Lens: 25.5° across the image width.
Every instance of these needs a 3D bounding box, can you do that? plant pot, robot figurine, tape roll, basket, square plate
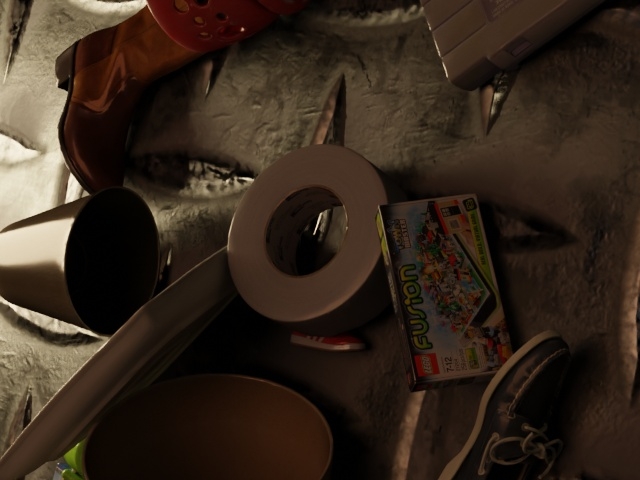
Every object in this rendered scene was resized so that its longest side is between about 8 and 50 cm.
[{"bbox_3d":[-0.111,-0.354,1.802,0.174,0.191,0.191,-16,70,33],"label":"plant pot"},{"bbox_3d":[-0.311,0.287,1.924,0.101,0.067,0.115,-57,21,-14],"label":"robot figurine"},{"bbox_3d":[-0.124,0.313,1.645,0.284,0.284,0.191,31,134,43],"label":"plant pot"},{"bbox_3d":[0.000,0.000,1.660,0.219,0.072,0.219,-12,66,28],"label":"tape roll"},{"bbox_3d":[-0.354,0.032,1.980,0.227,0.154,0.204,-4,77,47],"label":"basket"},{"bbox_3d":[-0.221,0.143,1.736,0.049,0.344,0.347,46,117,3],"label":"square plate"}]

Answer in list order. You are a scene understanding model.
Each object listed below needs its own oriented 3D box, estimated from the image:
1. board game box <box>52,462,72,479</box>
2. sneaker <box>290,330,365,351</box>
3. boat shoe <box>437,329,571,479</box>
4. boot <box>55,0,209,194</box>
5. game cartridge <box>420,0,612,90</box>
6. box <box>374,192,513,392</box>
[{"bbox_3d":[-0.344,0.428,1.959,0.136,0.035,0.201,23,98,44],"label":"board game box"},{"bbox_3d":[0.010,0.098,1.686,0.118,0.042,0.067,5,88,46],"label":"sneaker"},{"bbox_3d":[0.194,0.211,1.449,0.079,0.095,0.254,45,114,41],"label":"boat shoe"},{"bbox_3d":[-0.241,-0.216,1.987,0.280,0.096,0.264,-26,57,30],"label":"boot"},{"bbox_3d":[0.253,-0.343,1.539,0.355,0.068,0.230,-35,63,34],"label":"game cartridge"},{"bbox_3d":[0.134,0.055,1.531,0.036,0.114,0.207,104,157,-67],"label":"box"}]
